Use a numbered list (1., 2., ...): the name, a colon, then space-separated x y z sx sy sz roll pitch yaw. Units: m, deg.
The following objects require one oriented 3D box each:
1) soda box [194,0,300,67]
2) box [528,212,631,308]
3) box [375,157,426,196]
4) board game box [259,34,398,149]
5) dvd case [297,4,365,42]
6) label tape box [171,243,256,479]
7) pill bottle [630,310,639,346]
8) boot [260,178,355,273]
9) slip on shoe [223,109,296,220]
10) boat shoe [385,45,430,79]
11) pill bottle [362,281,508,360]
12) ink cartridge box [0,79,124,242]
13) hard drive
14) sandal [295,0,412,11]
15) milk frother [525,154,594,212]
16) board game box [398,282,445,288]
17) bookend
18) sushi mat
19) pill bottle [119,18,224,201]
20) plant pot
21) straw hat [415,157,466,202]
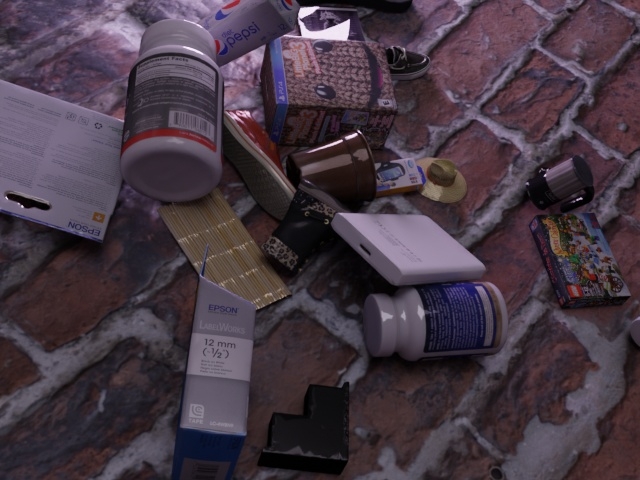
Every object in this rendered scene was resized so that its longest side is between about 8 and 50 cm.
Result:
1. soda box: -0.190 -0.502 1.934 0.098 0.286 0.091 44 44 -34
2. box: 0.595 0.043 1.891 0.159 0.044 0.233 -3 56 -16
3. box: 0.177 -0.149 1.916 0.136 0.028 0.081 -11 58 -5
4. board game box: 0.014 -0.355 1.964 0.290 0.141 0.232 1 55 -14
5. dvd case: 0.026 -0.557 2.149 0.164 0.018 0.221 0 43 -8
6. label tape box: -0.182 0.220 1.444 0.115 0.249 0.348 9 54 -7
7. pill bottle: 0.774 0.166 1.811 0.193 0.108 0.108 -28 66 -29
8. boot: -0.001 -0.001 1.745 0.236 0.085 0.179 37 87 -34
9. slip on shoe: -0.126 -0.177 1.825 0.101 0.123 0.331 -20 58 -30
10. boat shoe: 0.194 -0.463 2.129 0.219 0.070 0.078 -12 59 -21
11. pill bottle: 0.227 0.163 1.647 0.264 0.153 0.153 -2 56 -16
12. ink cartridge box: -0.571 -0.157 1.697 0.324 0.071 0.330 18 53 -14
13. hard drive: 0.188 0.014 1.704 0.307 0.040 0.203 0 36 -49
14. sandal: 0.050 -0.734 2.260 0.445 0.107 0.168 1 55 -13
15. milk frother: 0.581 -0.153 1.968 0.129 0.134 0.143 27 50 -34
16. board game box: 0.210 0.085 1.780 0.090 0.020 0.090 -30 68 -30
17. bookend: -0.030 0.337 1.511 0.157 0.072 0.156 7 53 -8
18. sushi mat: -0.204 0.022 1.722 0.151 0.019 0.316 -25 65 -26
19. pill bottle: -0.311 -0.283 1.759 0.210 0.210 0.363 4 58 -11
20. plant pot: 0.018 -0.147 1.819 0.165 0.167 0.167 -15 60 -13
21. straw hat: 0.290 -0.162 1.948 0.144 0.061 0.145 7 55 -9
